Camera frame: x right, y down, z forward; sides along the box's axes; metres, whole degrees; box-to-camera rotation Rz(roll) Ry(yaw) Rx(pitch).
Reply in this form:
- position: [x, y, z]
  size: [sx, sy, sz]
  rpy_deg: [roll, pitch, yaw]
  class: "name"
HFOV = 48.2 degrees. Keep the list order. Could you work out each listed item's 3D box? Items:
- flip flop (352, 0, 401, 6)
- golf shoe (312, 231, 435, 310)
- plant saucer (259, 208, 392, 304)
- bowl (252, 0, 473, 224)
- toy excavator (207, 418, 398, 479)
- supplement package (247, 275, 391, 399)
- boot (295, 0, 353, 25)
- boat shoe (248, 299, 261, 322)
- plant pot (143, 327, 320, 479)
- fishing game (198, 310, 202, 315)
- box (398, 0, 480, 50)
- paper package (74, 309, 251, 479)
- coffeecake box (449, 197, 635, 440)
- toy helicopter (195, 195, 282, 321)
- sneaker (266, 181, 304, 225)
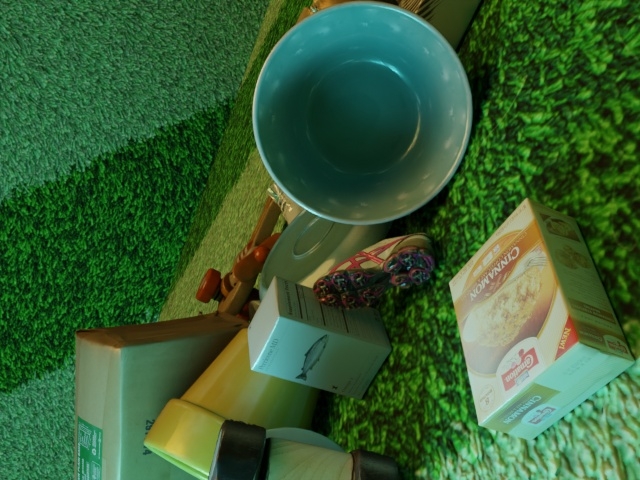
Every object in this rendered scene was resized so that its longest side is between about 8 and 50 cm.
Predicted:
- position: [0.098, -0.412, 1.278]
  size: [0.112, 0.080, 0.277]
  rpy_deg: [6, 41, 47]
  class: "flip flop"
- position: [0.078, 0.043, 1.018]
  size: [0.186, 0.067, 0.086]
  rpy_deg: [-19, 24, 19]
  class: "golf shoe"
- position: [0.000, 0.000, 1.217]
  size: [0.318, 0.044, 0.317]
  rpy_deg: [-40, 22, 20]
  class: "plant saucer"
- position: [0.062, -0.186, 1.080]
  size: [0.163, 0.312, 0.311]
  rpy_deg: [-67, -1, -82]
  class: "bowl"
- position: [-0.078, 0.483, 0.959]
  size: [0.445, 0.222, 0.432]
  rpy_deg: [118, 164, -66]
  class: "toy excavator"
- position: [-0.004, 0.144, 1.051]
  size: [0.105, 0.179, 0.105]
  rpy_deg: [-63, 20, 24]
  class: "supplement package"
- position: [0.013, -0.353, 1.447]
  size: [0.211, 0.104, 0.295]
  rpy_deg: [47, 116, 19]
  class: "boot"
- position: [-0.071, 0.162, 1.376]
  size: [0.320, 0.103, 0.118]
  rpy_deg: [142, 124, -67]
  class: "boat shoe"
- position: [-0.118, 0.285, 1.167]
  size: [0.239, 0.254, 0.254]
  rpy_deg: [-62, 14, -23]
  class: "plant pot"
- position: [-0.247, 0.296, 1.578]
  size: [0.189, 0.041, 0.264]
  rpy_deg: [-96, -5, -64]
  class: "fishing game"
- position: [0.203, -0.408, 1.143]
  size: [0.113, 0.094, 0.275]
  rpy_deg: [-112, 44, -65]
  class: "box"
- position: [-0.277, 0.311, 1.305]
  size: [0.168, 0.310, 0.324]
  rpy_deg: [6, 96, 47]
  class: "paper package"
- position: [0.206, 0.076, 0.705]
  size: [0.142, 0.068, 0.185]
  rpy_deg: [-55, 25, 37]
  class: "coffeecake box"
- position: [-0.150, 0.014, 1.671]
  size: [0.355, 0.140, 0.235]
  rpy_deg: [-67, 14, -17]
  class: "toy helicopter"
- position: [-0.077, -0.091, 1.618]
  size: [0.080, 0.094, 0.212]
  rpy_deg: [-57, 23, 31]
  class: "sneaker"
